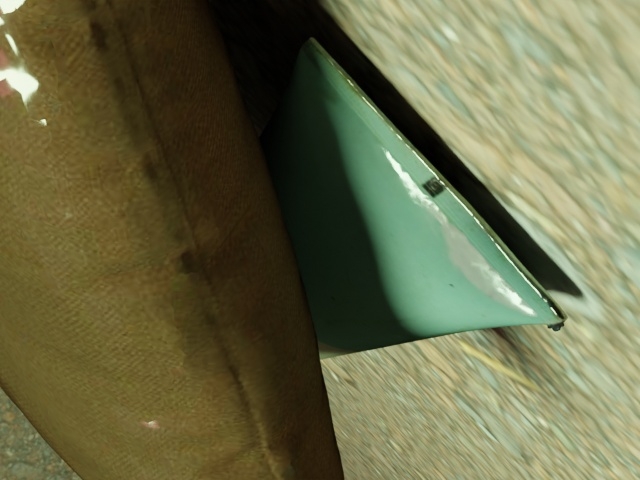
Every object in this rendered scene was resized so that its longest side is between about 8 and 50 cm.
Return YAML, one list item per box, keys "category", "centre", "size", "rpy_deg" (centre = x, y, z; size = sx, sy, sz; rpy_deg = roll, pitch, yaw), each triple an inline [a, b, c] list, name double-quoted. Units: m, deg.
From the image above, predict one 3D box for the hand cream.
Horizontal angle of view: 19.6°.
- category: "hand cream"
  centre: [0.000, 0.000, 0.678]
  size: [0.111, 0.070, 0.312]
  rpy_deg: [49, 163, -4]

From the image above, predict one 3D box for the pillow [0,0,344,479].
- category: "pillow"
  centre: [-0.103, -0.042, 0.633]
  size: [0.308, 0.108, 0.305]
  rpy_deg: [46, 160, 45]
